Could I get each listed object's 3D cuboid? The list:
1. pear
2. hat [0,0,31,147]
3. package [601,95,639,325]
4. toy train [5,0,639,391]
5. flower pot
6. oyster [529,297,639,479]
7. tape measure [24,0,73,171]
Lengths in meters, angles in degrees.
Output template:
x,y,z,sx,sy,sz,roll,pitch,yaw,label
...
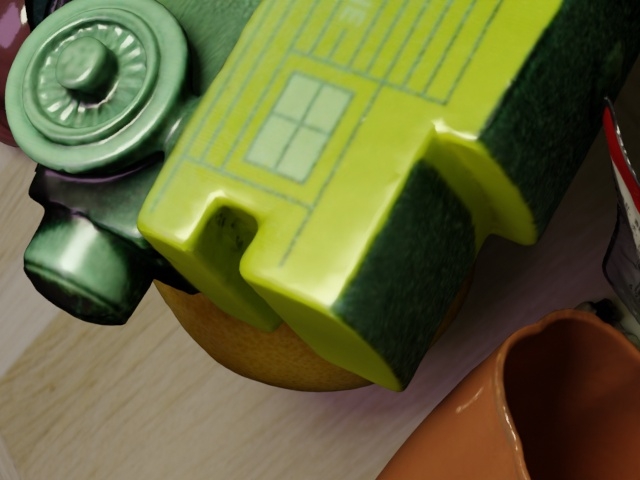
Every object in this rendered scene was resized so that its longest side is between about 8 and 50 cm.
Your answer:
x,y,z,sx,sy,sz,roll,pitch,yaw,label
0.000,0.000,0.978,0.209,0.209,0.209,2,93,43,pear
-0.250,-0.178,1.273,0.205,0.089,0.205,1,91,43,hat
0.186,0.033,0.805,0.030,0.239,0.154,-31,67,4,package
0.030,-0.128,0.809,0.272,0.179,0.442,23,77,26,toy train
0.107,0.156,0.824,0.173,0.190,0.190,-40,66,34,flower pot
0.142,0.136,0.929,0.163,0.081,0.191,-20,78,44,oyster
-0.128,-0.140,1.141,0.186,0.112,0.199,0,93,36,tape measure
